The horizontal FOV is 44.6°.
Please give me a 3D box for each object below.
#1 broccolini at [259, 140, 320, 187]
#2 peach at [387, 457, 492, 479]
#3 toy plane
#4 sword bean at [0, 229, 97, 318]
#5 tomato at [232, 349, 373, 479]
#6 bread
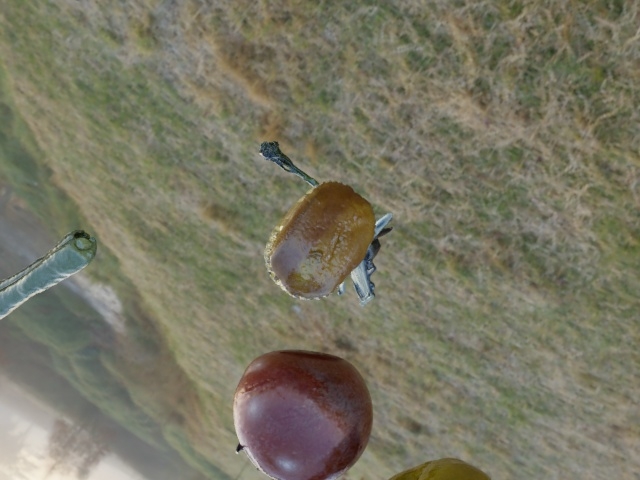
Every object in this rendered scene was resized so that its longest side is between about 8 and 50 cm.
[{"bbox_3d":[-0.027,-0.115,1.478,0.218,0.044,0.042,38,119,-13],"label":"broccolini"},{"bbox_3d":[0.110,0.309,0.832,0.103,0.179,0.179,54,156,-1],"label":"peach"},{"bbox_3d":[0.078,0.008,1.412,0.262,0.088,0.192,-39,65,49],"label":"toy plane"},{"bbox_3d":[-0.313,0.058,0.758,0.269,0.043,0.038,-27,128,27],"label":"sword bean"},{"bbox_3d":[-0.017,0.199,0.903,0.167,0.167,0.167,28,157,13],"label":"tomato"},{"bbox_3d":[0.000,0.000,1.186,0.132,0.190,0.114,36,173,-8],"label":"bread"}]
